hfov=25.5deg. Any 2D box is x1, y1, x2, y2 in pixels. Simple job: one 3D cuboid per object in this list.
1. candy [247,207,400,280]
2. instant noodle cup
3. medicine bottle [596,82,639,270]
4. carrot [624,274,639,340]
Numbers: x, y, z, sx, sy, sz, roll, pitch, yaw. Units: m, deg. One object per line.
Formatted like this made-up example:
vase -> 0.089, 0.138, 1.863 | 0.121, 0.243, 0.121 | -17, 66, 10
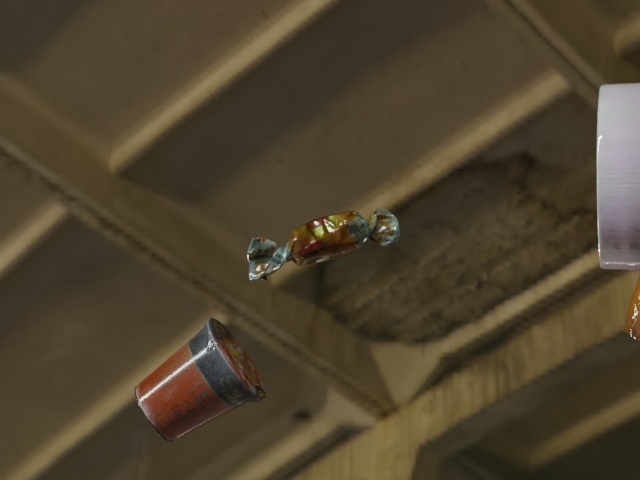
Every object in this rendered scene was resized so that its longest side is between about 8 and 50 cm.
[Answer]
candy -> 0.000, 0.000, 1.604 | 0.182, 0.053, 0.046 | -17, -21, 1
instant noodle cup -> -0.160, 0.186, 1.819 | 0.135, 0.127, 0.127 | -35, -51, 6
medicine bottle -> 0.458, -0.060, 1.341 | 0.378, 0.214, 0.214 | 0, -42, 14
carrot -> 0.387, 0.022, 1.571 | 0.072, 0.072, 0.205 | 4, -66, -1
